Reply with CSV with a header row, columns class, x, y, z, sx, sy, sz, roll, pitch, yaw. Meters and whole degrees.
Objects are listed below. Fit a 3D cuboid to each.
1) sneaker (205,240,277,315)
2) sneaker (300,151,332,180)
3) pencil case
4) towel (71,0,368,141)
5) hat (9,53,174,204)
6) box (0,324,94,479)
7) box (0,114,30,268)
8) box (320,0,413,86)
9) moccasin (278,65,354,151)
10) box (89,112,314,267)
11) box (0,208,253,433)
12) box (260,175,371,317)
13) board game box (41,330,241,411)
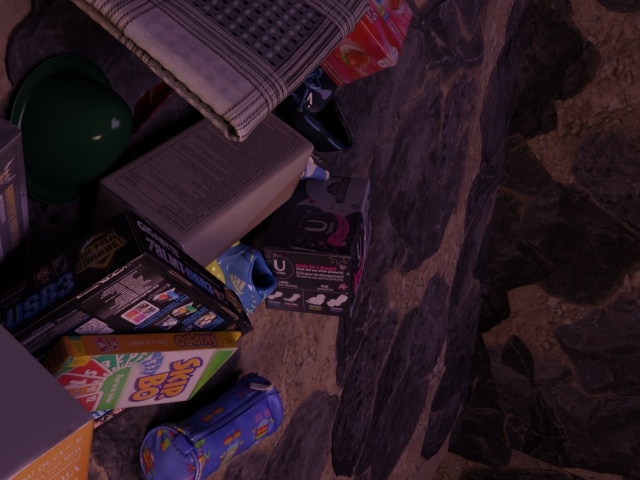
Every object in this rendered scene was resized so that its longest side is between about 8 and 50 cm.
class,x,y,z,sx,sy,sz,roll,pitch,yaw
sneaker,-0.140,0.103,1.234,0.091,0.126,0.240,-42,141,-47
sneaker,-0.063,-0.139,1.291,0.211,0.080,0.081,19,101,-47
pencil case,-0.179,0.335,1.308,0.133,0.119,0.306,-56,162,25
towel,-0.127,-0.305,0.831,0.312,0.324,0.056,-52,-176,-36
hat,-0.229,-0.121,0.845,0.173,0.183,0.209,-33,134,-56
box,-0.364,0.265,0.702,0.215,0.168,0.345,-37,158,-42
box,-0.358,-0.002,0.688,0.183,0.056,0.231,-56,-178,-30
box,0.015,-0.378,1.116,0.257,0.122,0.128,43,53,-34
moccasin,-0.016,-0.274,1.251,0.138,0.116,0.342,-65,153,-15
box,-0.160,-0.071,1.031,0.311,0.148,0.121,-42,166,-45
box,-0.266,0.121,0.882,0.295,0.073,0.293,-33,152,4
box,0.000,0.000,1.328,0.247,0.163,0.142,-73,164,-50
board game box,-0.216,0.158,0.885,0.259,0.039,0.124,3,137,-50
